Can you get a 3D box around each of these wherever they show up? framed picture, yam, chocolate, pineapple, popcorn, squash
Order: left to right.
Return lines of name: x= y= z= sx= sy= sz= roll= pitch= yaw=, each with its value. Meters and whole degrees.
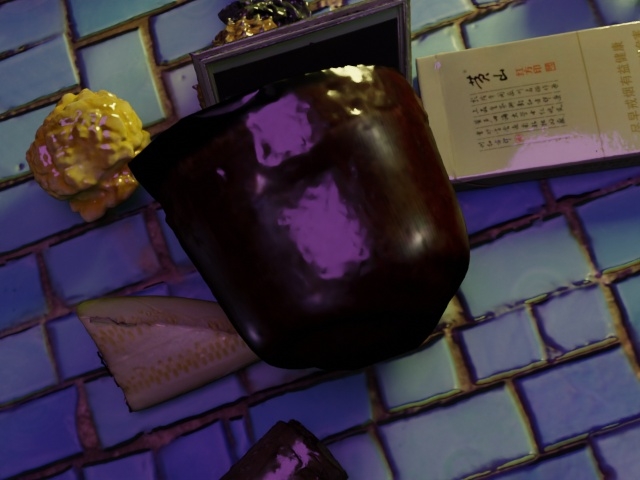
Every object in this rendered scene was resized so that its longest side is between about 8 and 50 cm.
popcorn: x=-0.328 y=-0.124 z=1.336 sx=0.179 sy=0.170 sz=0.180 roll=-2 pitch=54 yaw=2
squash: x=-0.173 y=0.103 z=1.256 sx=0.252 sy=0.169 sz=0.093 roll=-23 pitch=27 yaw=1
yam: x=-0.099 y=0.350 z=1.159 sx=0.131 sy=0.131 sz=0.280 roll=42 pitch=81 yaw=18
pineapple: x=-0.090 y=-0.311 z=1.376 sx=0.170 sy=0.141 sz=0.310 roll=-2 pitch=62 yaw=34
framed picture: x=-0.011 y=-0.208 z=1.257 sx=0.293 sy=0.231 sz=0.018 roll=-18 pitch=56 yaw=-5
chocolate: x=0.000 y=0.000 z=1.166 sx=0.383 sy=0.383 sz=0.331 roll=-19 pitch=84 yaw=2

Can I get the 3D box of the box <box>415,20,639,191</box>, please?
box: x=0.326 y=-0.189 z=1.312 sx=0.365 sy=0.051 sz=0.205 roll=-8 pitch=71 yaw=5
